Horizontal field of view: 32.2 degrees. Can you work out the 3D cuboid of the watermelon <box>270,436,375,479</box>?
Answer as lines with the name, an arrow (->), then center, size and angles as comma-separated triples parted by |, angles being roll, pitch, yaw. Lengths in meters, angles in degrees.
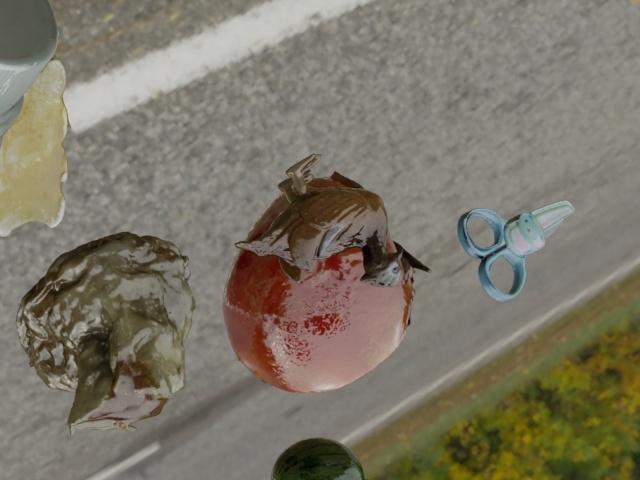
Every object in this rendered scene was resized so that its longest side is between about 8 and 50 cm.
watermelon -> 0.013, 0.380, 1.728 | 0.187, 0.141, 0.141 | 8, 139, -28

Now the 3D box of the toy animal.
toy animal -> 0.000, 0.000, 1.295 | 0.188, 0.179, 0.089 | -28, 169, -20

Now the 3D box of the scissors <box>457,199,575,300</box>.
scissors -> 0.275, -0.009, 1.497 | 0.030, 0.125, 0.256 | -29, 178, 43

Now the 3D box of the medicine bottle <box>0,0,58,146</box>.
medicine bottle -> -0.413, -0.140, 1.037 | 0.306, 0.245, 0.245 | -40, 161, 28

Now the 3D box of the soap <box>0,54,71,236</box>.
soap -> -0.546, -0.201, 1.781 | 0.156, 0.335, 0.293 | -16, 126, -42

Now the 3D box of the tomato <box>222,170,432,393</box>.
tomato -> -0.019, 0.043, 1.509 | 0.309, 0.309, 0.170 | -33, 154, -6

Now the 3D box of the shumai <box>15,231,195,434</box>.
shumai -> -0.195, 0.108, 1.088 | 0.166, 0.176, 0.206 | -3, 138, -34
